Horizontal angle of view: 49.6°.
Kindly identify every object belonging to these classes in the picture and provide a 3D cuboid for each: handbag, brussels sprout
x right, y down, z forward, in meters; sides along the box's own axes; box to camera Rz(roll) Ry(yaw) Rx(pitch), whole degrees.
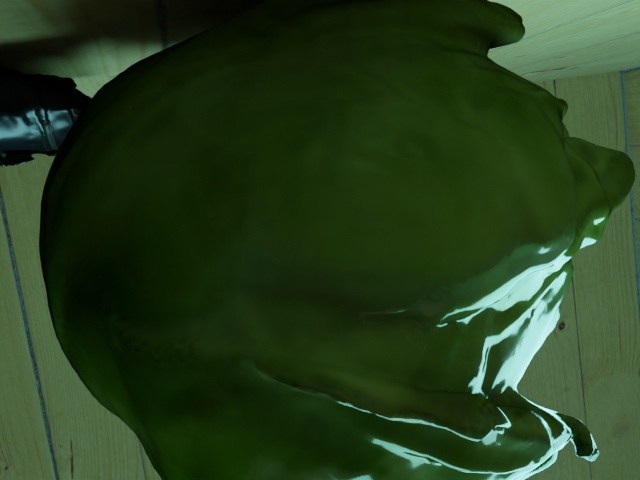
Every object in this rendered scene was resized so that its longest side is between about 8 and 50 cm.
[{"bbox_3d":[-0.302,-0.110,0.619,0.211,0.088,0.254,-4,-173,-15],"label":"handbag"},{"bbox_3d":[-0.014,-0.007,0.513,0.361,0.342,0.425,6,-133,-20],"label":"brussels sprout"}]
